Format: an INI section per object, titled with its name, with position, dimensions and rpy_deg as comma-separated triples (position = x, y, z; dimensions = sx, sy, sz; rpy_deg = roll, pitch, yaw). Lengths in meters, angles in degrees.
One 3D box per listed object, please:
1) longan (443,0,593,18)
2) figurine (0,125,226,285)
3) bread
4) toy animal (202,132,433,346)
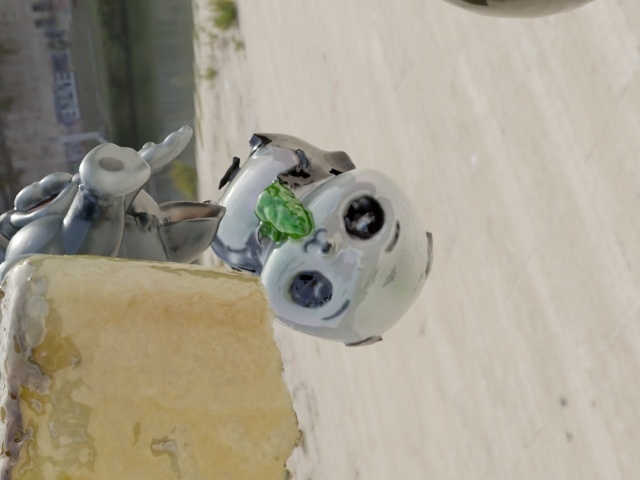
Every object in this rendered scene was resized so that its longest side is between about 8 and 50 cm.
[longan]
position = 0.165, -0.365, 0.837
dimensions = 0.361, 0.361, 0.360
rpy_deg = 172, 90, -78
[figurine]
position = -0.148, 0.005, 0.684
dimensions = 0.140, 0.193, 0.265
rpy_deg = 58, 173, -22
[bread]
position = -0.065, 0.066, 0.341
dimensions = 0.082, 0.106, 0.125
rpy_deg = -31, 59, 57
[toy animal]
position = -0.004, -0.004, 1.185
dimensions = 0.267, 0.213, 0.212
rpy_deg = 35, 136, 45
